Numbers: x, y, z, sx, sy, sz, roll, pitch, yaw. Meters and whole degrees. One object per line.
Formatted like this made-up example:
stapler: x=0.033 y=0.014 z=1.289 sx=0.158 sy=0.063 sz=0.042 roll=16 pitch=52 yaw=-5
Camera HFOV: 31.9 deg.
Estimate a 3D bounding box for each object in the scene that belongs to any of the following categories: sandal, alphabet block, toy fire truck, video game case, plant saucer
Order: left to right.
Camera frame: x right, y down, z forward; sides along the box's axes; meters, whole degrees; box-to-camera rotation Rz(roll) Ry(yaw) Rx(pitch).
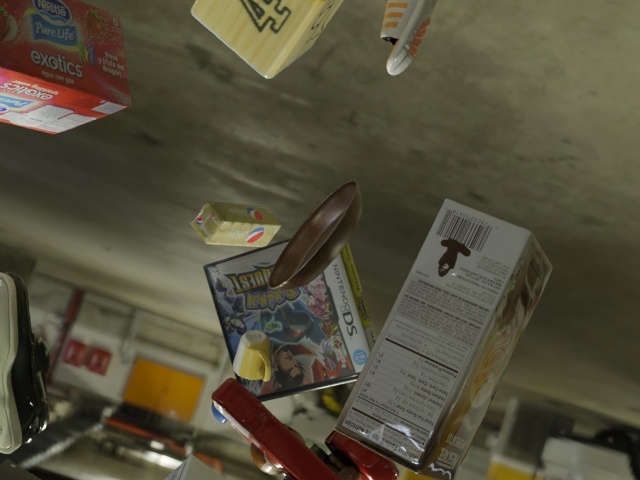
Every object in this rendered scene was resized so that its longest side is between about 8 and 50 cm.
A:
alphabet block: x=-0.076 y=-0.439 z=1.972 sx=0.193 sy=0.192 sz=0.197 roll=40 pitch=127 yaw=0
toy fire truck: x=-0.046 y=0.289 z=1.524 sx=0.254 sy=0.169 sz=0.302 roll=44 pitch=170 yaw=5
video game case: x=-0.047 y=0.125 z=1.829 sx=0.275 sy=0.248 sz=0.035 roll=-17 pitch=179 yaw=31
plant saucer: x=0.000 y=0.000 z=1.604 sx=0.036 sy=0.198 sz=0.198 roll=38 pitch=167 yaw=-12
sandal: x=0.163 y=-0.423 z=2.023 sx=0.076 sy=0.265 sz=0.102 roll=23 pitch=172 yaw=14

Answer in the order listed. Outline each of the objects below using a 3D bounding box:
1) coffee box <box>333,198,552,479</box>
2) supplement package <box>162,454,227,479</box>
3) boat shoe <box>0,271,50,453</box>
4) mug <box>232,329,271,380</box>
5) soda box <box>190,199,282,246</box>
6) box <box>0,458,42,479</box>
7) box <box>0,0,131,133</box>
coffee box: x=0.125 y=0.102 z=1.096 sx=0.098 sy=0.246 sz=0.141 roll=24 pitch=174 yaw=25
supplement package: x=-0.219 y=0.552 z=1.962 sx=0.204 sy=0.145 sz=0.262 roll=40 pitch=-153 yaw=-14
boat shoe: x=-0.375 y=0.143 z=1.378 sx=0.084 sy=0.233 sz=0.079 roll=16 pitch=-156 yaw=36
mug: x=-0.099 y=0.180 z=1.771 sx=0.078 sy=0.064 sz=0.062 roll=22 pitch=-146 yaw=21
soda box: x=-0.158 y=-0.030 z=2.122 sx=0.058 sy=0.061 sz=0.181 roll=49 pitch=-157 yaw=25
box: x=-0.470 y=0.458 z=1.664 sx=0.153 sy=0.207 sz=0.108 roll=31 pitch=-175 yaw=-1
box: x=-0.348 y=-0.213 z=1.265 sx=0.128 sy=0.123 sz=0.257 roll=-16 pitch=167 yaw=29
